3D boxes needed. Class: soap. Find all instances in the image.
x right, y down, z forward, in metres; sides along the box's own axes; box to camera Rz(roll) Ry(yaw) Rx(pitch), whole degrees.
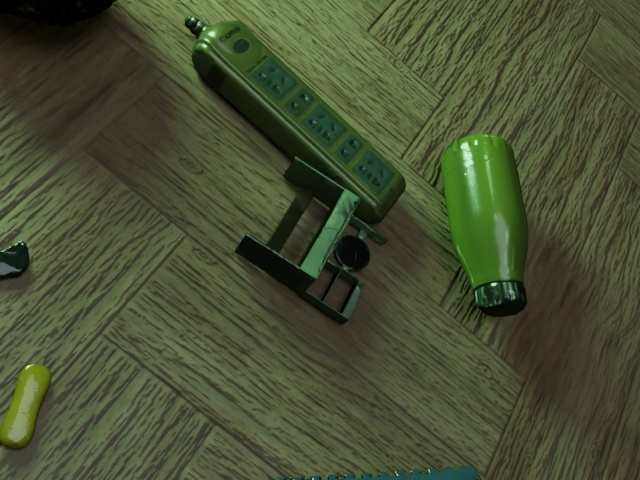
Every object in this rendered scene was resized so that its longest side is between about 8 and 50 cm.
[{"bbox_3d":[-0.304,0.170,0.766,0.034,0.012,0.089,21,59,-18],"label":"soap"}]

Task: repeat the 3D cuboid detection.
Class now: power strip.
[{"bbox_3d":[-0.039,-0.179,1.036,0.387,0.066,0.092,41,53,-4],"label":"power strip"}]

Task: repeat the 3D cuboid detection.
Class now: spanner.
[{"bbox_3d":[-0.392,0.064,0.772,0.046,0.012,0.208,48,55,-1],"label":"spanner"}]

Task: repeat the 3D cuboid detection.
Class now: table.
[{"bbox_3d":[0.000,0.000,0.974,0.175,0.062,0.146,33,56,-6],"label":"table"}]

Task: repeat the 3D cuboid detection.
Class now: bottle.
[{"bbox_3d":[0.243,-0.020,1.076,0.112,0.112,0.260,8,64,-24],"label":"bottle"}]

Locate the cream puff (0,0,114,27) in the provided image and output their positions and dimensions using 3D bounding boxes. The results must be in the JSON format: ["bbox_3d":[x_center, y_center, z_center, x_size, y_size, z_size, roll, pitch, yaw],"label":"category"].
[{"bbox_3d":[-0.347,-0.370,0.905,0.239,0.165,0.239,14,60,-26],"label":"cream puff"}]

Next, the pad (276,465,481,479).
[{"bbox_3d":[0.078,0.353,0.768,0.269,0.012,0.270,1,38,-9],"label":"pad"}]
